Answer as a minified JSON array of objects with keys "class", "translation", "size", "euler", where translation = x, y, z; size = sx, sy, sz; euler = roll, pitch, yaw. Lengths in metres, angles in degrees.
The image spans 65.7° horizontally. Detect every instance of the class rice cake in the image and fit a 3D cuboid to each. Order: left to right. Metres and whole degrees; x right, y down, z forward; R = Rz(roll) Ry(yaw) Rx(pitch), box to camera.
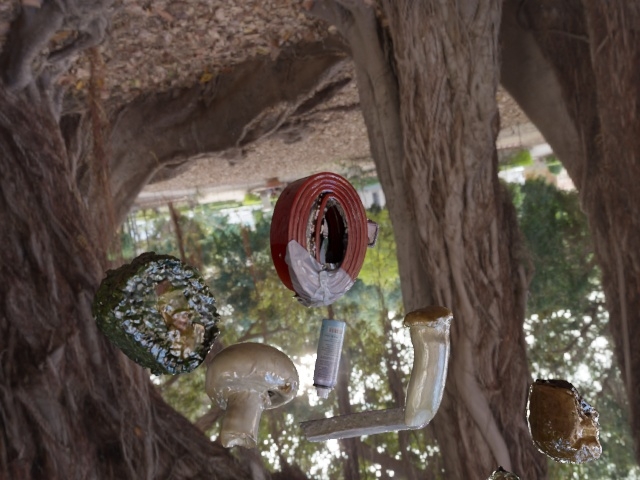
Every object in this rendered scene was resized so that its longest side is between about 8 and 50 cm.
[{"class":"rice cake","translation":[0.125,0.532,1.433],"size":[0.399,0.064,0.070],"euler":[-16,145,22]}]

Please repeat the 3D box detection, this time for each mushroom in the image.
[{"class":"mushroom","translation":[-0.201,0.458,1.457],"size":[0.293,0.290,0.292],"euler":[-2,139,-2]},{"class":"mushroom","translation":[0.178,0.215,0.843],"size":[0.084,0.209,0.071],"euler":[4,-179,-40]}]

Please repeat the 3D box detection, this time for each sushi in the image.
[{"class":"sushi","translation":[-0.460,0.202,1.437],"size":[0.178,0.352,0.294],"euler":[-6,-142,41]}]

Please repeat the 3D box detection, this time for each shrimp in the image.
[{"class":"shrimp","translation":[0.572,0.720,1.413],"size":[0.221,0.109,0.445],"euler":[14,162,8]}]

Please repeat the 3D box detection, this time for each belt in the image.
[{"class":"belt","translation":[0.000,0.000,1.212],"size":[0.227,0.323,0.115],"euler":[0,179,-28]}]

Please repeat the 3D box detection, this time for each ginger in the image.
[{"class":"ginger","translation":[0.821,0.637,1.710],"size":[0.200,0.269,0.223],"euler":[-33,-160,52]}]

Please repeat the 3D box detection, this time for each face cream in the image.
[{"class":"face cream","translation":[0.022,0.352,1.479],"size":[0.075,0.229,0.075],"euler":[10,168,2]}]

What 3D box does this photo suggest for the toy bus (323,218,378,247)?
[{"class":"toy bus","translation":[0.046,-0.049,1.592],"size":[0.274,0.090,0.112],"euler":[12,-168,0]}]
